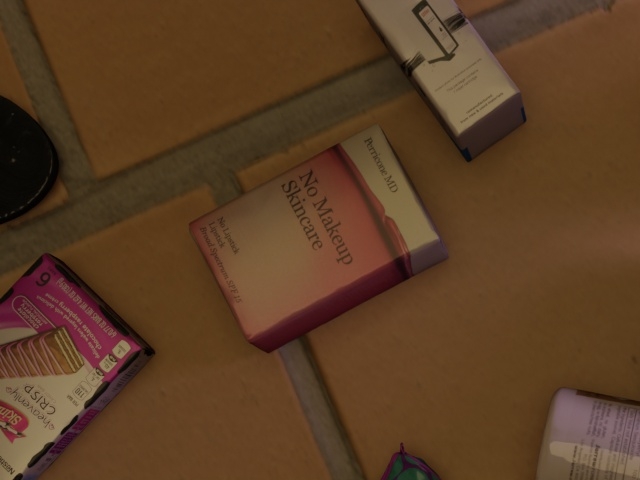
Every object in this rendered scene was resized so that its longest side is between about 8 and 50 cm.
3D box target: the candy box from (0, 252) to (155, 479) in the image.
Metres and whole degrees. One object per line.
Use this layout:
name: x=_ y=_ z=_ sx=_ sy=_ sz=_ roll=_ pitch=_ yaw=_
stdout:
candy box: x=-0.320 y=0.152 z=2.011 sx=0.159 sy=0.071 sz=0.233 roll=43 pitch=89 yaw=11

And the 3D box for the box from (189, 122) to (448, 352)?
box: x=0.000 y=0.000 z=1.961 sx=0.232 sy=0.127 sz=0.149 roll=-29 pitch=78 yaw=3

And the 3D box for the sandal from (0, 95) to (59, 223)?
sandal: x=-0.510 y=-0.140 z=2.065 sx=0.445 sy=0.107 sz=0.168 roll=23 pitch=85 yaw=11

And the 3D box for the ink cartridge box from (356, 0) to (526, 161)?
ink cartridge box: x=0.128 y=-0.199 z=1.963 sx=0.086 sy=0.148 sz=0.203 roll=-36 pitch=77 yaw=3

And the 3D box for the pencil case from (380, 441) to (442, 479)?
pencil case: x=0.063 y=0.293 z=1.938 sx=0.070 sy=0.064 sz=0.152 roll=41 pitch=88 yaw=-5

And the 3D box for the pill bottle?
pill bottle: x=0.341 y=0.233 z=1.869 sx=0.229 sy=0.131 sz=0.131 roll=10 pitch=83 yaw=13
